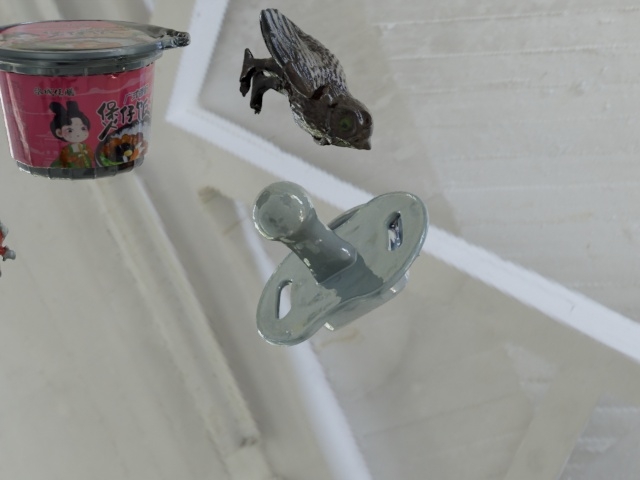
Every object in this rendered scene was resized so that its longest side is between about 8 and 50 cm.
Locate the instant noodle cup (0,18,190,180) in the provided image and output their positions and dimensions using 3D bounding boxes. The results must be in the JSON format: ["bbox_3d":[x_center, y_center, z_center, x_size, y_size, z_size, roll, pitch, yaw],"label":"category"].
[{"bbox_3d":[-0.324,-0.186,1.484,0.302,0.258,0.182,4,-69,7],"label":"instant noodle cup"}]

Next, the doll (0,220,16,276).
[{"bbox_3d":[-0.334,-0.002,1.108,0.057,0.039,0.114,6,-46,-9],"label":"doll"}]

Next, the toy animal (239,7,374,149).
[{"bbox_3d":[-0.003,-0.179,1.251,0.179,0.116,0.218,28,-16,19],"label":"toy animal"}]

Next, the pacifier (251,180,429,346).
[{"bbox_3d":[0.000,0.000,1.468,0.287,0.238,0.226,-28,-55,24],"label":"pacifier"}]
